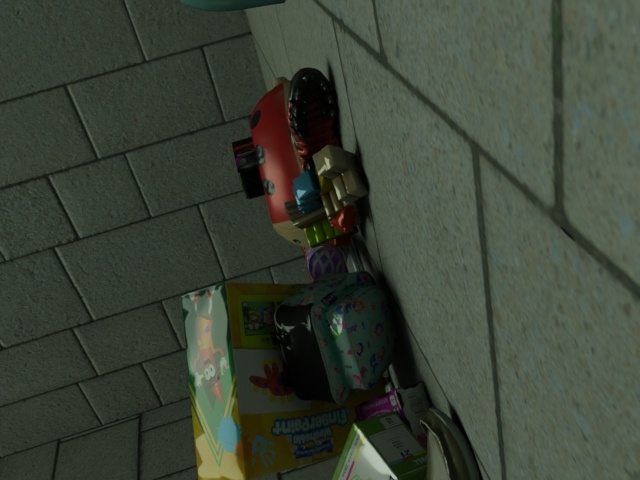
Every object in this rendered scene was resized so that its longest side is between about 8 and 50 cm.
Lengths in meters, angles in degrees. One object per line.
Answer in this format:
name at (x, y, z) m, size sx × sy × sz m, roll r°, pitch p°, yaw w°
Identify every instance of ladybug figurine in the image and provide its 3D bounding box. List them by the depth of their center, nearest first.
ladybug figurine at (-0.076, -0.188, 1.639) m, size 0.305 × 0.161 × 0.450 m, roll -155°, pitch 52°, yaw -86°

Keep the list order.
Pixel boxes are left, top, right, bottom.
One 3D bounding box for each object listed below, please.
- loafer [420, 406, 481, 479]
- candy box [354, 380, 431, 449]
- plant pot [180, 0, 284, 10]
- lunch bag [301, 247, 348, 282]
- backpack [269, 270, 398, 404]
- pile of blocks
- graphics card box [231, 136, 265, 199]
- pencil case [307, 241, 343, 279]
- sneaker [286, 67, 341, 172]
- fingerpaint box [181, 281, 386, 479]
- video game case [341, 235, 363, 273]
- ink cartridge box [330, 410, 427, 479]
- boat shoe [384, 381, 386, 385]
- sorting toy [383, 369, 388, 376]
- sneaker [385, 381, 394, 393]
loafer at (0.195, 0.377, 0.955) m, size 0.094 × 0.087 × 0.251 m, roll 85°, pitch 167°, yaw -72°
candy box at (0.161, 0.400, 1.195) m, size 0.159 × 0.071 × 0.233 m, roll -44°, pitch 60°, yaw 53°
plant pot at (-0.233, -0.658, 1.453) m, size 0.293 × 0.235 × 0.293 m, roll 162°, pitch 90°, yaw -86°
lunch bag at (0.000, 0.000, 1.948) m, size 0.293 × 0.120 × 0.258 m, roll 82°, pitch 174°, yaw -58°
backpack at (0.046, 0.177, 1.284) m, size 0.253 × 0.191 × 0.225 m, roll -37°, pitch -65°, yaw -57°
pile of blocks at (0.012, -0.050, 1.253) m, size 0.362 × 0.148 × 0.113 m, roll 86°, pitch 167°, yaw -70°
graphics card box at (-0.144, -0.251, 1.965) m, size 0.371 × 0.232 × 0.094 m, roll -113°, pitch 8°, yaw -64°
pencil case at (0.008, 0.039, 1.475) m, size 0.206 × 0.086 × 0.088 m, roll -85°, pitch 9°, yaw -81°
sneaker at (-0.023, -0.245, 1.264) m, size 0.276 × 0.097 × 0.135 m, roll 77°, pitch 173°, yaw -57°
fingerpaint box at (-0.062, 0.287, 1.385) m, size 0.444 × 0.163 × 0.371 m, roll 4°, pitch -107°, yaw -47°
video game case at (0.076, 0.034, 1.648) m, size 0.190 × 0.022 × 0.173 m, roll 87°, pitch 165°, yaw -78°
ink cartridge box at (0.138, 0.451, 1.084) m, size 0.255 × 0.097 × 0.189 m, roll 45°, pitch 129°, yaw 43°
boat shoe at (0.103, 0.348, 1.875) m, size 0.110 × 0.121 × 0.341 m, roll 97°, pitch 154°, yaw -79°
sorting toy at (0.152, 0.305, 1.685) m, size 0.075 × 0.044 × 0.083 m, roll -74°, pitch -28°, yaw -60°
sneaker at (0.160, 0.421, 1.723) m, size 0.166 × 0.076 × 0.065 m, roll 81°, pitch 172°, yaw -65°
